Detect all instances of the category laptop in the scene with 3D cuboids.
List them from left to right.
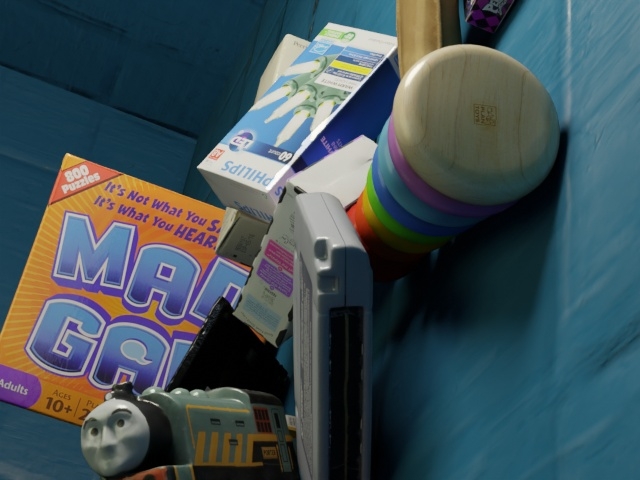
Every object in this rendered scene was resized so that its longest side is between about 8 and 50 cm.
[{"bbox_3d":[-0.153,0.241,1.497,0.136,0.264,0.234,-2,48,38],"label":"laptop"}]

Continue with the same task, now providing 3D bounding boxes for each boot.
[{"bbox_3d":[0.113,-0.294,1.316,0.236,0.089,0.270,29,-122,-83],"label":"boot"}]

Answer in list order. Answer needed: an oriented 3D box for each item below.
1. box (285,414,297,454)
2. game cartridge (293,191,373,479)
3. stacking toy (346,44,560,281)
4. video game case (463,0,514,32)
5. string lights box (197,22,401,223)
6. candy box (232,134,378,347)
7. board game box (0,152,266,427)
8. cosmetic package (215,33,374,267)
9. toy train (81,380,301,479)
[{"bbox_3d":[-0.077,0.258,1.387,0.028,0.081,0.136,-101,33,-50],"label":"box"},{"bbox_3d":[0.008,0.112,1.109,0.196,0.060,0.294,-122,31,-68],"label":"game cartridge"},{"bbox_3d":[0.092,-0.040,1.075,0.330,0.141,0.141,122,164,-64],"label":"stacking toy"},{"bbox_3d":[0.211,-0.364,1.235,0.232,0.042,0.210,-85,20,-51],"label":"video game case"},{"bbox_3d":[-0.009,-0.139,1.400,0.133,0.077,0.260,21,63,42],"label":"string lights box"},{"bbox_3d":[0.000,0.000,1.302,0.165,0.070,0.196,-35,-25,-52],"label":"candy box"},{"bbox_3d":[-0.276,0.108,1.795,0.356,0.356,0.357,171,119,-80],"label":"board game box"},{"bbox_3d":[-0.022,-0.105,1.553,0.113,0.160,0.309,128,157,-55],"label":"cosmetic package"},{"bbox_3d":[-0.119,0.236,1.137,0.334,0.142,0.190,23,-130,-64],"label":"toy train"}]
